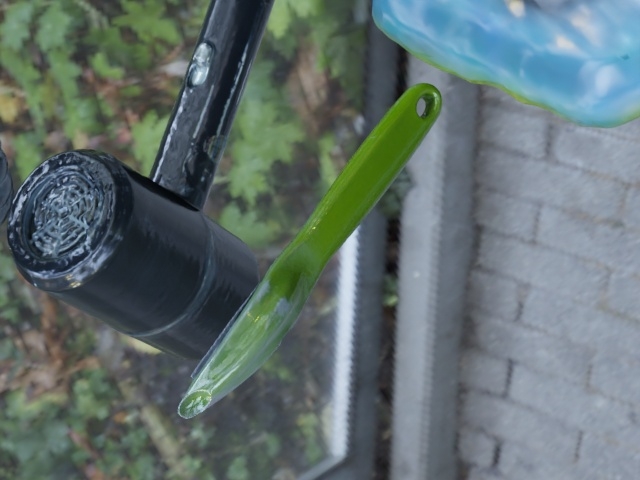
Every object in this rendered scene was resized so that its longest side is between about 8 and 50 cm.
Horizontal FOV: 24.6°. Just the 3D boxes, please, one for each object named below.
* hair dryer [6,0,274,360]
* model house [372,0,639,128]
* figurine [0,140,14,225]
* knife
[{"bbox_3d":[-0.066,-0.059,0.729,0.071,0.124,0.219,10,73,33],"label":"hair dryer"},{"bbox_3d":[0.119,-0.213,0.670,0.303,0.237,0.215,44,142,-8],"label":"model house"},{"bbox_3d":[-0.324,-0.075,0.619,0.381,0.186,0.261,-18,130,29],"label":"figurine"},{"bbox_3d":[0.000,0.000,0.596,0.022,0.184,0.026,49,152,-24],"label":"knife"}]
